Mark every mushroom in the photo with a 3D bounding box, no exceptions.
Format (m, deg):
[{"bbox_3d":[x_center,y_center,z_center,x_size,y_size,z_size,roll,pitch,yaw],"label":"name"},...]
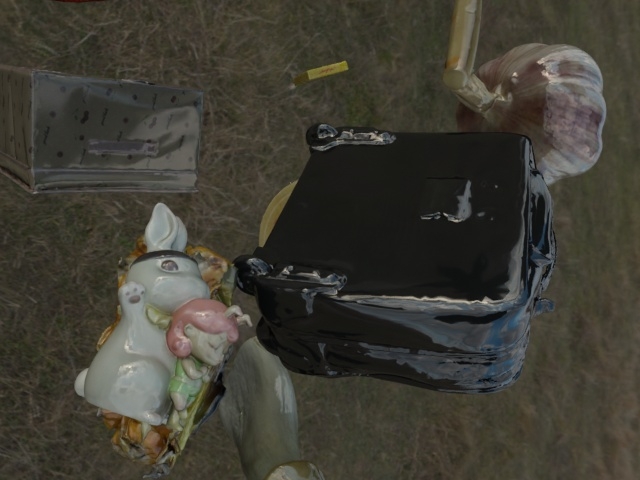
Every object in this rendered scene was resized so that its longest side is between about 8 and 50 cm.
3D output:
[{"bbox_3d":[-0.083,0.293,0.903,0.122,0.328,0.159,-9,111,-16],"label":"mushroom"}]

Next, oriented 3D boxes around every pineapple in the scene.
[{"bbox_3d":[-0.156,0.116,0.616,0.186,0.115,0.236,-1,104,-74],"label":"pineapple"}]

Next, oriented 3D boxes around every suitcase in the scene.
[{"bbox_3d":[0.107,0.002,0.709,0.345,0.340,0.188,-66,152,-47],"label":"suitcase"}]

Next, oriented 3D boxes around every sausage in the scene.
[{"bbox_3d":[0.117,-0.173,0.475,0.024,0.024,0.132,50,45,-41],"label":"sausage"}]

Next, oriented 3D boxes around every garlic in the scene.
[{"bbox_3d":[0.286,-0.207,0.893,0.253,0.245,0.244,19,78,-34],"label":"garlic"}]

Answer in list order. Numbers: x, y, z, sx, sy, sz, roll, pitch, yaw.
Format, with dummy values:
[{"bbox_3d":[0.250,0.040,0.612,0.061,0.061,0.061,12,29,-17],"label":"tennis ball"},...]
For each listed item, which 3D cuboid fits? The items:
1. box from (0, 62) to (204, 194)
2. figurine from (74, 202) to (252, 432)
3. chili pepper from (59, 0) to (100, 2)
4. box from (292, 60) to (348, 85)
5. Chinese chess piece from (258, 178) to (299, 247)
[{"bbox_3d":[-0.387,-0.195,1.022,0.297,0.225,0.190,-4,108,-43],"label":"box"},{"bbox_3d":[-0.100,0.056,0.419,0.098,0.081,0.146,22,72,-5],"label":"figurine"},{"bbox_3d":[-0.259,-0.240,0.517,0.169,0.088,0.064,-6,101,-46],"label":"chili pepper"},{"bbox_3d":[-0.003,-0.356,1.249,0.087,0.155,0.023,-14,103,-11],"label":"box"},{"bbox_3d":[0.000,0.000,1.099,0.097,0.251,0.250,7,87,-60],"label":"Chinese chess piece"}]
